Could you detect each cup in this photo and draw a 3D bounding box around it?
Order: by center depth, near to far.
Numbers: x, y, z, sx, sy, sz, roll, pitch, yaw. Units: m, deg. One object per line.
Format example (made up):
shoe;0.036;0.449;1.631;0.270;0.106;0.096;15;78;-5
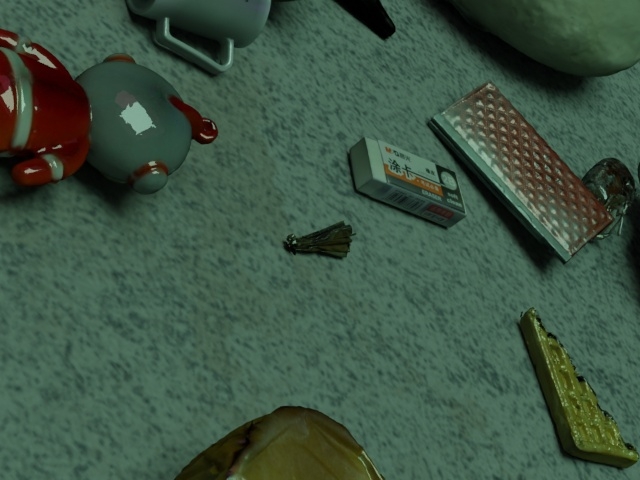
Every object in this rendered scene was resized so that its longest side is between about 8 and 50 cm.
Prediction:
cup;-0.105;-0.199;1.326;0.116;0.074;0.104;7;82;-40

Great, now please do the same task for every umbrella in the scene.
umbrella;0.002;0.000;1.299;0.083;0.020;0.031;-9;105;-51

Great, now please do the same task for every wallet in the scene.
wallet;0.205;-0.071;1.551;0.196;0.020;0.103;47;52;7

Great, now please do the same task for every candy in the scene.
candy;0.235;-0.374;1.767;0.427;0.186;0.386;50;31;-8

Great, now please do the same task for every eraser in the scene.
eraser;0.082;-0.053;1.426;0.122;0.029;0.052;21;44;-37

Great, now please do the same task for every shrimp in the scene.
shrimp;0.294;-0.034;1.624;0.065;0.056;0.165;58;43;-24

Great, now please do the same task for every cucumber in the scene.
cucumber;0.030;-0.257;1.548;0.135;0.034;0.033;35;33;-22

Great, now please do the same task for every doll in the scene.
doll;-0.180;-0.094;1.134;0.245;0.076;0.142;6;55;-41

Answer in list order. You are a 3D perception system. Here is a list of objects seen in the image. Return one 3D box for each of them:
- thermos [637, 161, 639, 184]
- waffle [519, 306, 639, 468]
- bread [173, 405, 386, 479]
thermos;0.414;0.017;1.634;0.182;0.145;0.286;23;41;-47
waffle;0.240;0.138;1.435;0.097;0.023;0.152;14;48;-42
bread;-0.021;0.216;1.006;0.199;0.104;0.199;34;37;-30
